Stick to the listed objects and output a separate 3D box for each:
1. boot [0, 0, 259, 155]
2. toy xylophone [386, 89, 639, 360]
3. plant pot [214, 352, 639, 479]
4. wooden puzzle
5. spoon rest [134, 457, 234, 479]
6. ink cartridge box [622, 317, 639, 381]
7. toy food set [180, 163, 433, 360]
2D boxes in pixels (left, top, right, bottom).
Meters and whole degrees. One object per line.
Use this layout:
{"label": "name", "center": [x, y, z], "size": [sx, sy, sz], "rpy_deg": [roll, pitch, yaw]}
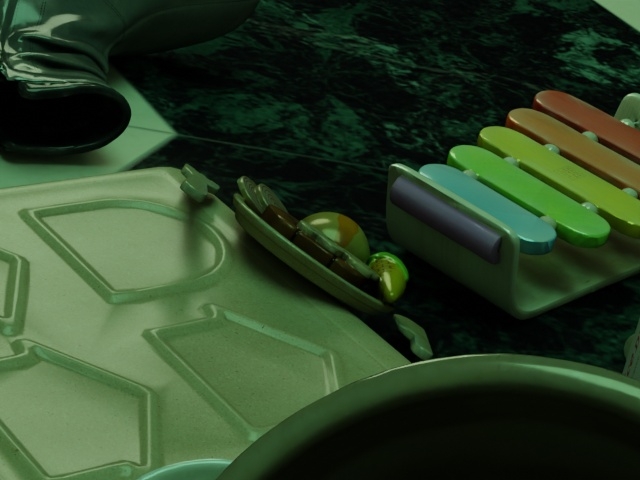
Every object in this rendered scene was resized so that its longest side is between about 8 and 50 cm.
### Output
{"label": "boot", "center": [-0.177, -0.141, 1.422], "size": [0.338, 0.118, 0.223], "rpy_deg": [-10, 37, -19]}
{"label": "toy xylophone", "center": [0.202, -0.015, 1.359], "size": [0.236, 0.081, 0.322], "rpy_deg": [28, 31, 25]}
{"label": "plant pot", "center": [0.075, 0.190, 0.722], "size": [0.263, 0.263, 0.229], "rpy_deg": [21, -8, 15]}
{"label": "wooden puzzle", "center": [-0.126, 0.069, 1.069], "size": [0.348, 0.080, 0.322], "rpy_deg": [-5, 32, -40]}
{"label": "spoon rest", "center": [0.019, 0.178, 0.885], "size": [0.276, 0.084, 0.137], "rpy_deg": [9, 67, -13]}
{"label": "ink cartridge box", "center": [0.251, 0.110, 1.092], "size": [0.127, 0.128, 0.176], "rpy_deg": [12, 26, -3]}
{"label": "toy food set", "center": [0.000, 0.000, 1.174], "size": [0.192, 0.038, 0.132], "rpy_deg": [35, 5, -6]}
